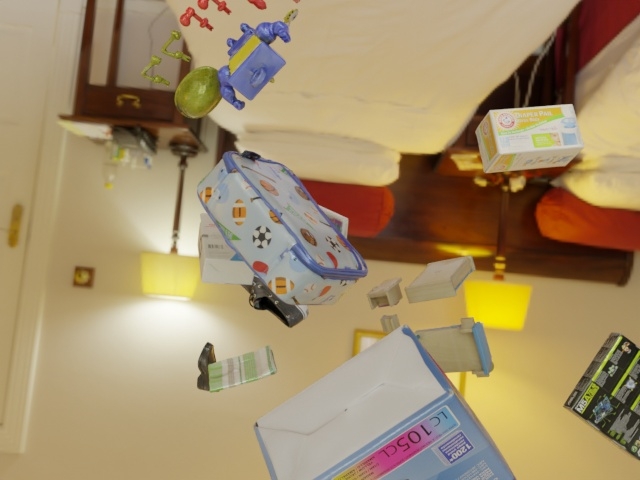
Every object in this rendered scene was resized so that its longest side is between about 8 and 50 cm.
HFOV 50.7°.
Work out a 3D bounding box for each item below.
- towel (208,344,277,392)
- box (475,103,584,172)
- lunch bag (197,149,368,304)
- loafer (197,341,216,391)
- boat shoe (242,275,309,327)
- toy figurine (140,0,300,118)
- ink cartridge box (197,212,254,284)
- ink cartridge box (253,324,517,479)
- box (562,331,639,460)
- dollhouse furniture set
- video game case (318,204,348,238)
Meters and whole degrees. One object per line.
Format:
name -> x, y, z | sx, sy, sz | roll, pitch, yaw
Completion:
towel -> -0.176, 0.285, 1.509 | 0.152, 0.023, 0.113 | -15, -160, -5
box -> 0.472, -0.231, 1.537 | 0.203, 0.114, 0.103 | -6, 162, -8
lunch bag -> -0.061, -0.027, 1.169 | 0.115, 0.303, 0.243 | -46, 156, 21
loafer -> -0.300, 0.349, 1.858 | 0.061, 0.170, 0.062 | 17, -142, 12
boat shoe -> -0.134, 0.144, 1.660 | 0.228, 0.076, 0.080 | 33, 144, 25
toy figurine -> -0.177, -0.357, 1.338 | 0.362, 0.217, 0.191 | -42, 133, 16
ink cartridge box -> -0.196, 0.015, 1.390 | 0.104, 0.060, 0.180 | 4, -149, -16
ink cartridge box -> 0.125, 0.341, 1.020 | 0.270, 0.151, 0.395 | -34, 132, 4
box -> 0.623, 0.317, 1.376 | 0.184, 0.191, 0.045 | 36, 173, -1
dollhouse furniture set -> 0.334, 0.234, 1.907 | 0.286, 0.303, 0.198 | -13, -169, 33
video game case -> 0.000, 0.000, 1.430 | 0.019, 0.143, 0.157 | -9, -156, -35
